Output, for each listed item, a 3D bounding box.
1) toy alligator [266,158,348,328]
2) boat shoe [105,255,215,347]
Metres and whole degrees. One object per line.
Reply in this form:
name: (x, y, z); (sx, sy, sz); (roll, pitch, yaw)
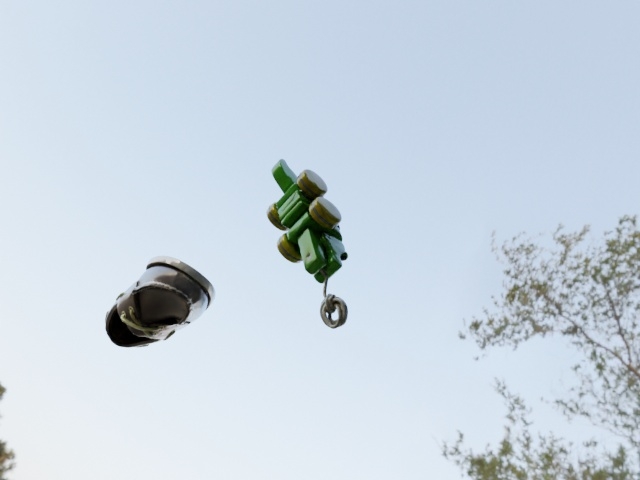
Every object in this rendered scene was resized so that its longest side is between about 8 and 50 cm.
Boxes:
toy alligator: (0.000, 0.000, 0.426); (0.051, 0.189, 0.056); (21, -56, -40)
boat shoe: (-0.265, 0.109, 0.789); (0.116, 0.097, 0.324); (44, -34, -16)
